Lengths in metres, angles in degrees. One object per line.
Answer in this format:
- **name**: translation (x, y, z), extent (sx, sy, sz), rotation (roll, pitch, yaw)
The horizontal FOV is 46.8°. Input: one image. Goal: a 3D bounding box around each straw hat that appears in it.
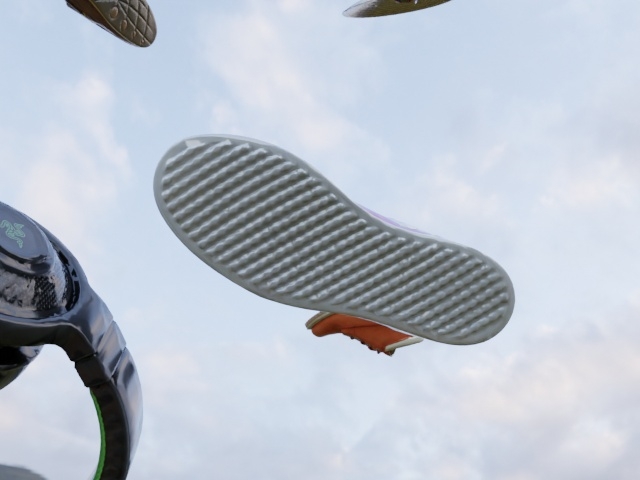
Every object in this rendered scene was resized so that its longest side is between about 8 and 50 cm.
- **straw hat**: translation (0.090, -0.287, 0.802), extent (0.145, 0.144, 0.061), rotation (-7, -81, 15)

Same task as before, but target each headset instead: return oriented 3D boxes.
- **headset**: translation (-0.273, 0.060, 0.431), extent (0.244, 0.185, 0.394), rotation (-25, -72, 7)

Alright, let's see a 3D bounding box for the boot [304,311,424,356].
- **boot**: translation (0.051, 0.105, 0.886), extent (0.158, 0.084, 0.059), rotation (-21, -1, 36)

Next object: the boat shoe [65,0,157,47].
- **boat shoe**: translation (-0.276, -0.301, 0.898), extent (0.060, 0.064, 0.178), rotation (1, -28, 45)

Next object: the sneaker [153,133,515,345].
- **sneaker**: translation (0.000, 0.001, 0.597), extent (0.282, 0.102, 0.161), rotation (26, 4, -13)
